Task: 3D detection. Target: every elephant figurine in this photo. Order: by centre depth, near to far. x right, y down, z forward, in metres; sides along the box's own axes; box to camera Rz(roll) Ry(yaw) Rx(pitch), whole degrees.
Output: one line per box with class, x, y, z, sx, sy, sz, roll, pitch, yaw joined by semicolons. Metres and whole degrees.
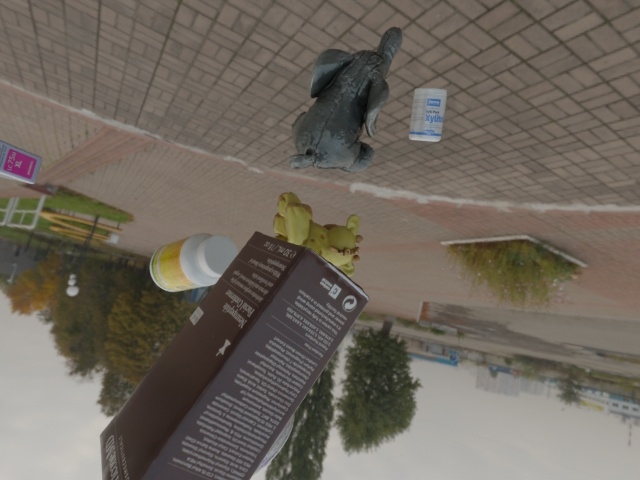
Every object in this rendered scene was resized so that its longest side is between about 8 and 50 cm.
elephant figurine;0.048;-0.245;0.701;0.169;0.239;0.186;11;-145;-28

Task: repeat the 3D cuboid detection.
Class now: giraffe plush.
giraffe plush;0.000;0.000;0.914;0.170;0.210;0.181;-1;131;-21

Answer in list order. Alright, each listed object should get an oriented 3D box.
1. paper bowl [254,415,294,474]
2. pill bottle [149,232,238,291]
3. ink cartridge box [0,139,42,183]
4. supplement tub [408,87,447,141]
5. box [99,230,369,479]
paper bowl;-0.221;0.449;1.054;0.284;0.284;0.148;-2;122;52
pill bottle;-0.279;0.048;0.929;0.208;0.117;0.118;-14;154;40
ink cartridge box;-0.634;-0.171;0.641;0.186;0.065;0.311;11;175;14
supplement tub;0.232;-0.271;0.905;0.071;0.107;0.071;3;-164;-1
box;-0.125;0.180;0.586;0.143;0.381;0.191;40;167;-28
